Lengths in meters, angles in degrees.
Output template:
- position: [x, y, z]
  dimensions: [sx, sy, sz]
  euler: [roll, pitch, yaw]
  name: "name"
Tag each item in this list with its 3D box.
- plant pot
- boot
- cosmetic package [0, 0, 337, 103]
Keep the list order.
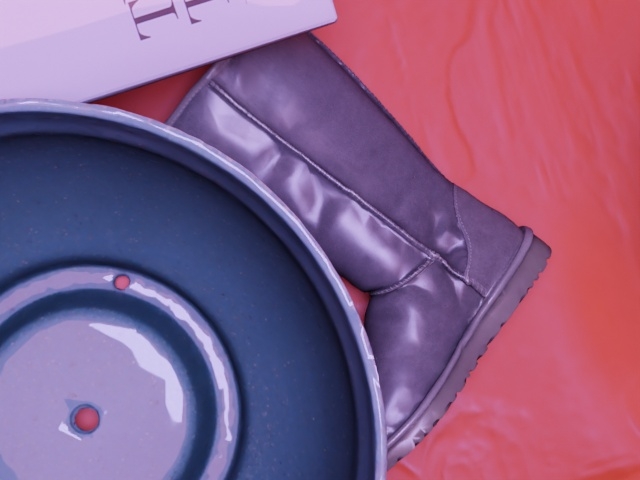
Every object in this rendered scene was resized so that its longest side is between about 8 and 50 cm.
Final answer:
- position: [-0.123, 0.093, 0.631]
  dimensions: [0.293, 0.196, 0.293]
  euler: [0, 87, -3]
  name: "plant pot"
- position: [-0.001, 0.001, 0.708]
  dimensions: [0.208, 0.076, 0.189]
  euler: [39, 70, -9]
  name: "boot"
- position: [-0.183, -0.238, 0.600]
  dimensions: [0.284, 0.097, 0.377]
  euler: [-18, 101, 0]
  name: "cosmetic package"
